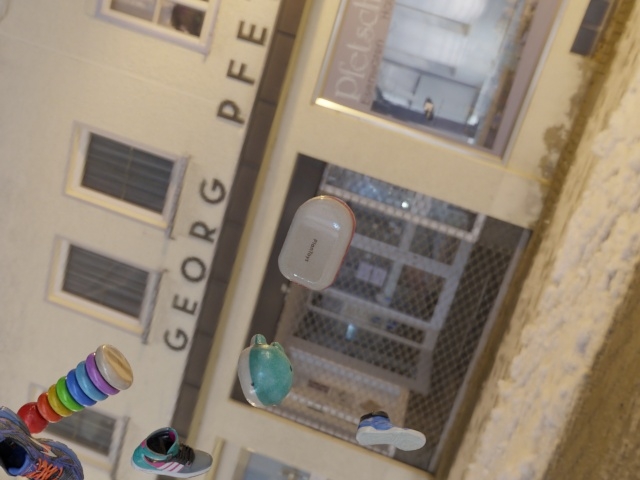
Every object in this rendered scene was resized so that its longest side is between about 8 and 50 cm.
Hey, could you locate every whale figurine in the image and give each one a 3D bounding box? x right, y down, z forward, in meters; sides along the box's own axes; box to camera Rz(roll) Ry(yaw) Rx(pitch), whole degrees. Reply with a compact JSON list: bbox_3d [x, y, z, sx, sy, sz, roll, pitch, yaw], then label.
[{"bbox_3d":[-0.133,0.367,2.036,0.272,0.141,0.216,-22,-84,-74],"label":"whale figurine"}]

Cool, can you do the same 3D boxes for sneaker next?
[{"bbox_3d":[-0.513,0.750,2.532,0.123,0.296,0.178,-102,29,-43],"label":"sneaker"},{"bbox_3d":[0.159,0.420,1.589,0.084,0.152,0.058,-74,-17,-62],"label":"sneaker"},{"bbox_3d":[-0.497,0.376,1.208,0.083,0.221,0.087,-45,28,0],"label":"sneaker"}]

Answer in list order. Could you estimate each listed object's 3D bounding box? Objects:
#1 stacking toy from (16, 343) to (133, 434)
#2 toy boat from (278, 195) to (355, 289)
[{"bbox_3d":[-0.682,0.425,1.936,0.330,0.141,0.141,-34,-5,4],"label":"stacking toy"},{"bbox_3d":[0.000,0.000,1.744,0.151,0.151,0.231,-42,-25,-73],"label":"toy boat"}]
